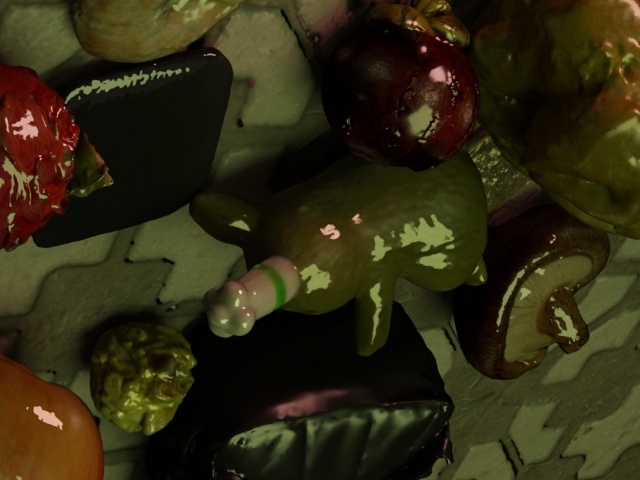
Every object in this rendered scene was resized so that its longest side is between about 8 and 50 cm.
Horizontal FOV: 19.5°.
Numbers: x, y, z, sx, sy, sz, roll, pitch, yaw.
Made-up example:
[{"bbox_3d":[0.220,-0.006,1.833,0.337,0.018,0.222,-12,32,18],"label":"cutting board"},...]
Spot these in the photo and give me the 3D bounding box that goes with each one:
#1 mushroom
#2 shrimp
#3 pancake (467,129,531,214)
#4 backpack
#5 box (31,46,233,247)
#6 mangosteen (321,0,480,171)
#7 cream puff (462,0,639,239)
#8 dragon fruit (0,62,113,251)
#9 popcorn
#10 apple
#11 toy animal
[{"bbox_3d":[0.240,0.050,2.224,0.231,0.138,0.194,-52,131,2],"label":"mushroom"},{"bbox_3d":[-0.080,-0.260,1.633,0.317,0.077,0.168,-33,155,1],"label":"shrimp"},{"bbox_3d":[0.190,-0.073,2.116,0.151,0.025,0.152,-24,143,-20],"label":"pancake"},{"bbox_3d":[-0.041,0.283,2.140,0.363,0.255,0.446,-9,140,-25],"label":"backpack"},{"bbox_3d":[-0.183,-0.087,1.758,0.201,0.042,0.212,-16,141,-27],"label":"box"},{"bbox_3d":[0.082,-0.160,1.816,0.166,0.166,0.180,12,92,-48],"label":"mangosteen"},{"bbox_3d":[0.285,-0.123,1.876,0.270,0.274,0.323,-27,131,33],"label":"cream puff"},{"bbox_3d":[-0.293,-0.067,1.575,0.209,0.172,0.172,-21,144,-2],"label":"dragon fruit"},{"bbox_3d":[-0.190,0.138,1.953,0.120,0.116,0.106,-39,121,-8],"label":"popcorn"},{"bbox_3d":[-0.330,0.227,1.830,0.242,0.242,0.241,18,103,-50],"label":"apple"},{"bbox_3d":[0.004,0.010,1.905,0.363,0.181,0.180,-24,146,-26],"label":"toy animal"}]
